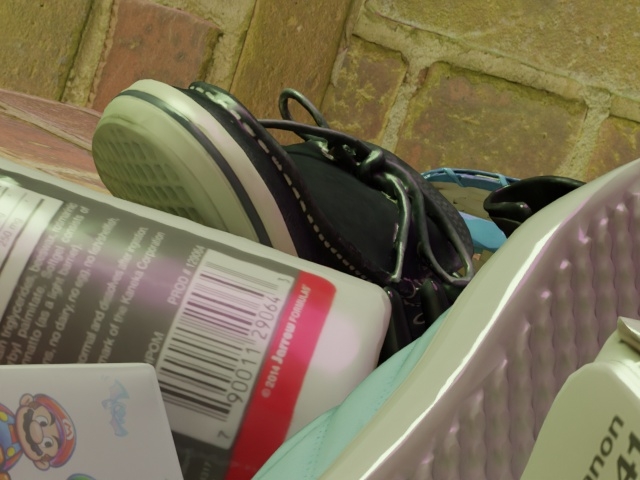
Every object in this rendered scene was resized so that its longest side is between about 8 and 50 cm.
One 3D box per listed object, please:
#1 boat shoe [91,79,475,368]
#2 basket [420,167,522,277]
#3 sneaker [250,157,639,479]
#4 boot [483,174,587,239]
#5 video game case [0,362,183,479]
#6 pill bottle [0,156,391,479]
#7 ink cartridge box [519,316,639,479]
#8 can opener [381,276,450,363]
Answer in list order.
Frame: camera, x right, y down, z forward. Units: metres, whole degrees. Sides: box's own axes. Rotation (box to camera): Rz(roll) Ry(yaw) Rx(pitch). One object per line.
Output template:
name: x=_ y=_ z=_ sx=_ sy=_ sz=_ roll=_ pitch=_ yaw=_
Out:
boat shoe: x=0.000 y=0.000 z=0.992 sx=0.187 sy=0.156 sz=0.500 roll=44 pitch=-2 yaw=23
basket: x=0.159 y=0.037 z=1.411 sx=0.255 sy=0.201 sz=0.289 roll=19 pitch=-10 yaw=-2
sneaker: x=0.054 y=0.081 z=0.571 sx=0.366 sy=0.135 sz=0.150 roll=-34 pitch=6 yaw=-37
boot: x=0.176 y=0.051 z=1.182 sx=0.118 sy=0.222 sz=0.338 roll=-33 pitch=17 yaw=-25
video game case: x=-0.089 y=0.120 z=0.552 sx=0.019 sy=0.157 sz=0.143 roll=-24 pitch=-16 yaw=29
pill bottle: x=-0.141 y=0.056 z=0.723 sx=0.319 sy=0.176 sz=0.176 roll=19 pitch=7 yaw=3
ink cartridge box: x=0.176 y=0.173 z=0.390 sx=0.306 sy=0.226 sz=0.131 roll=14 pitch=18 yaw=-23
can opener: x=0.068 y=0.112 z=0.853 sx=0.059 sy=0.186 sz=0.073 roll=-4 pitch=-9 yaw=-21
